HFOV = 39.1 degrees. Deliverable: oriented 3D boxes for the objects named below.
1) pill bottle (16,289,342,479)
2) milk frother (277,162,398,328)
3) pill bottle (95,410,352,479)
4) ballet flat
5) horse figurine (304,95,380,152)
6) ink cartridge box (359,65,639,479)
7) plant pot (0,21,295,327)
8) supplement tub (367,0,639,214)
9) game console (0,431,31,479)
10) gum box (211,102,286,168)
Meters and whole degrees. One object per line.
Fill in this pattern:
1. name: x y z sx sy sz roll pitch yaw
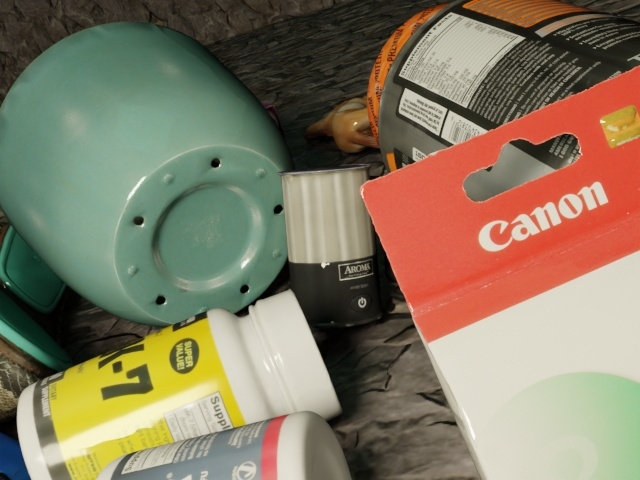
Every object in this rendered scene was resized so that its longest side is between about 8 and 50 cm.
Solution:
1. pill bottle: -0.098 0.120 0.653 0.208 0.119 0.119 -23 22 -5
2. milk frother: 0.000 0.000 0.818 0.143 0.134 0.129 1 8 39
3. pill bottle: -0.075 0.171 0.526 0.180 0.108 0.108 -17 22 13
4. ballet flat: -0.349 0.100 0.929 0.182 0.164 0.483 -45 18 -2
5. horse figurine: 0.070 -0.163 1.241 0.174 0.066 0.263 -17 19 -4
6. ink cartridge box: 0.146 0.040 0.475 0.181 0.224 0.056 -23 6 -4
7. plant pot: -0.157 -0.048 0.904 0.293 0.293 0.235 -28 36 -17
8. supplement tub: 0.176 -0.073 0.686 0.207 0.207 0.338 -25 30 -10
9. game console: -0.392 0.199 0.646 0.293 0.173 0.250 24 1 5
10. gum box: -0.164 -0.156 1.441 0.188 0.062 0.107 -28 22 -17
